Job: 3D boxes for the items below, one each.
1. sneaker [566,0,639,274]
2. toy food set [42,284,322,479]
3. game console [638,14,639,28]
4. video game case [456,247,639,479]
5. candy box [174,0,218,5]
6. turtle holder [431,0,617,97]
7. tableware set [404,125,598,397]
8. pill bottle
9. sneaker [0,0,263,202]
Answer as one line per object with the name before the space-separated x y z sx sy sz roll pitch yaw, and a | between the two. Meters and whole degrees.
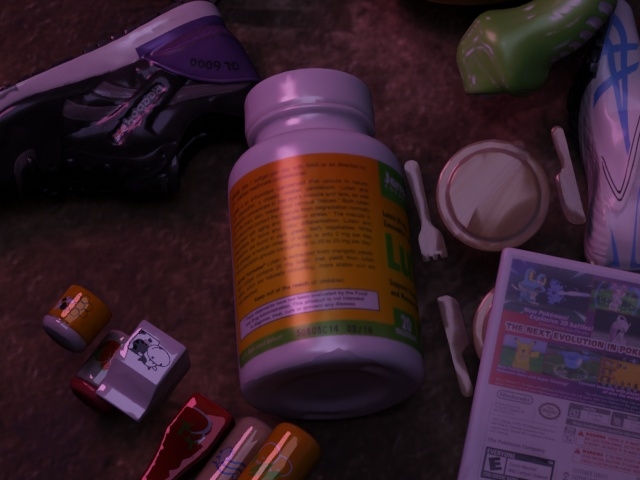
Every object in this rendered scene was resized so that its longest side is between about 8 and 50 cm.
sneaker | 0.244 -0.082 1.436 0.086 0.085 0.237 2 68 -8
toy food set | -0.121 0.140 1.331 0.232 0.111 0.104 32 70 13
game console | 0.497 -0.182 1.460 0.386 0.060 0.342 -43 77 -16
video game case | 0.216 0.113 1.343 0.201 0.023 0.183 12 81 3
candy box | -0.073 -0.309 1.509 0.070 0.165 0.196 33 71 17
turtle holder | 0.131 -0.281 1.471 0.227 0.243 0.320 -23 96 12
tableware set | 0.143 0.020 1.390 0.128 0.039 0.194 -13 81 -2
pill bottle | 0.000 0.000 1.377 0.136 0.136 0.245 -5 65 0
sneaker | -0.174 -0.078 1.444 0.283 0.107 0.124 -31 73 -11
